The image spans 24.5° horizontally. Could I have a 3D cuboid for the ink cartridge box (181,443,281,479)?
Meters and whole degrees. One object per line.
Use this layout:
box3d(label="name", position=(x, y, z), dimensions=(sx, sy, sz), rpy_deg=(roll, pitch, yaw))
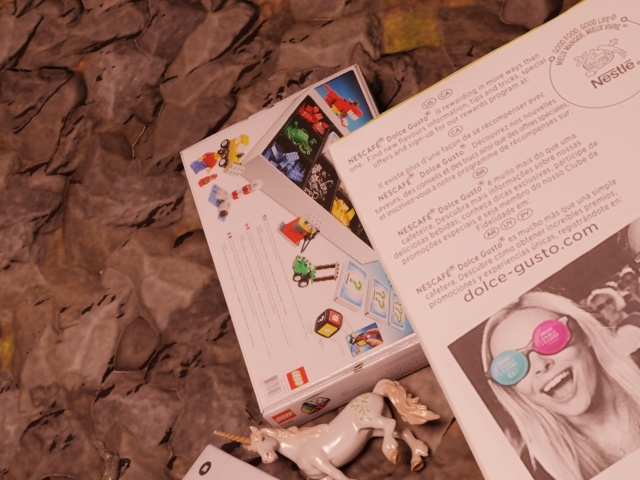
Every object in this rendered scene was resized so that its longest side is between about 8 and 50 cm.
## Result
box3d(label="ink cartridge box", position=(-0.086, 0.283, 1.148), dimensions=(0.223, 0.045, 0.224), rpy_deg=(12, 64, 55))

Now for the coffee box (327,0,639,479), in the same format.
box3d(label="coffee box", position=(0.260, 0.052, 0.958), dimensions=(0.338, 0.337, 0.334), rpy_deg=(-30, 54, 6))

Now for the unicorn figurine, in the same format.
box3d(label="unicorn figurine", position=(0.012, 0.172, 1.224), dimensions=(0.162, 0.060, 0.111), rpy_deg=(-29, 52, -15))

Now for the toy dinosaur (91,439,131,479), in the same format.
box3d(label="toy dinosaur", position=(-0.185, 0.239, 1.209), dimensions=(0.064, 0.268, 0.118), rpy_deg=(24, 42, -11))

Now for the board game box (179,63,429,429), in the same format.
box3d(label="board game box", position=(0.000, 0.000, 1.327), dimensions=(0.193, 0.053, 0.305), rpy_deg=(-26, 54, 8))
